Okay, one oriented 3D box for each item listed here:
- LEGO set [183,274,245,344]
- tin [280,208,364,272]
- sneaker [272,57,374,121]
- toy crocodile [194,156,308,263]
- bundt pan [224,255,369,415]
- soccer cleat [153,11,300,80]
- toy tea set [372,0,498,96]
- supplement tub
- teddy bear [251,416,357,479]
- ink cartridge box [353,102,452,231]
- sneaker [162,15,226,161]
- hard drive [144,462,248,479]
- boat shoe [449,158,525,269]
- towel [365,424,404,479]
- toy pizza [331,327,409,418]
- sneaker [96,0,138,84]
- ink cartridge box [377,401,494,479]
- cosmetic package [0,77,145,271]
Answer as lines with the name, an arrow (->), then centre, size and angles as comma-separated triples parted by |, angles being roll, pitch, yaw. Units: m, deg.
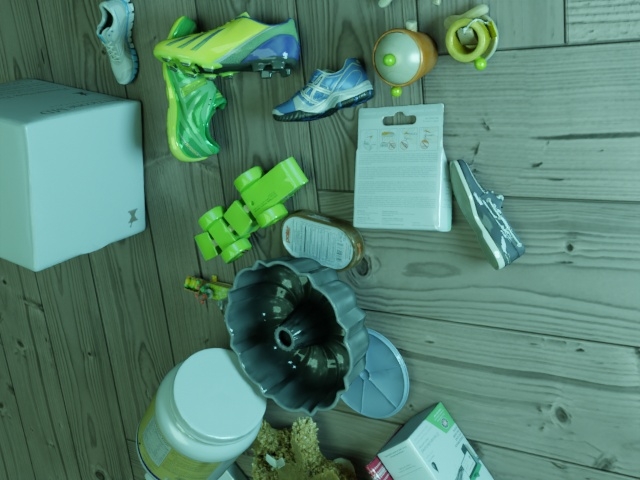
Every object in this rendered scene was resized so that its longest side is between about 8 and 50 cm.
LEGO set -> -0.212, 0.166, 1.709 | 0.287, 0.107, 0.132 | 44, 126, 13
tin -> 0.000, 0.000, 1.547 | 0.190, 0.040, 0.106 | 16, 111, 29
sneaker -> 0.000, -0.274, 1.426 | 0.211, 0.080, 0.081 | -15, 92, 28
toy crocodile -> -0.150, -0.057, 1.598 | 0.340, 0.105, 0.115 | -41, 82, 33
bundt pan -> -0.035, 0.178, 1.545 | 0.331, 0.124, 0.330 | 15, 114, 35
soccer cleat -> -0.178, -0.376, 1.465 | 0.289, 0.093, 0.121 | 3, 85, 13
toy tea set -> 0.140, -0.407, 1.240 | 0.200, 0.124, 0.336 | -21, 95, 38
supplement tub -> -0.269, 0.403, 1.715 | 0.241, 0.241, 0.331 | 48, 140, 11
teddy bear -> -0.039, 0.509, 1.733 | 0.338, 0.113, 0.245 | -11, 94, 45
ink cartridge box -> 0.151, -0.131, 1.397 | 0.181, 0.056, 0.224 | 3, 90, 34
sneaker -> -0.257, -0.312, 1.583 | 0.124, 0.109, 0.295 | -1, 103, 5
hard drive -> -0.332, 0.626, 2.005 | 0.203, 0.040, 0.307 | 49, 127, 10
boat shoe -> 0.288, -0.053, 1.325 | 0.065, 0.075, 0.206 | -24, 86, -5
towel -> 0.200, 0.517, 1.496 | 0.031, 0.199, 0.275 | -37, 84, 26
toy pizza -> 0.099, 0.271, 1.578 | 0.201, 0.032, 0.201 | 12, 111, 34
sneaker -> -0.454, -0.434, 1.671 | 0.071, 0.083, 0.190 | 11, 114, 30
ink cartridge box -> 0.234, 0.452, 1.473 | 0.092, 0.160, 0.219 | -39, 84, 36
cosmetic package -> -0.659, -0.170, 1.754 | 0.394, 0.329, 0.327 | 16, 115, 29
